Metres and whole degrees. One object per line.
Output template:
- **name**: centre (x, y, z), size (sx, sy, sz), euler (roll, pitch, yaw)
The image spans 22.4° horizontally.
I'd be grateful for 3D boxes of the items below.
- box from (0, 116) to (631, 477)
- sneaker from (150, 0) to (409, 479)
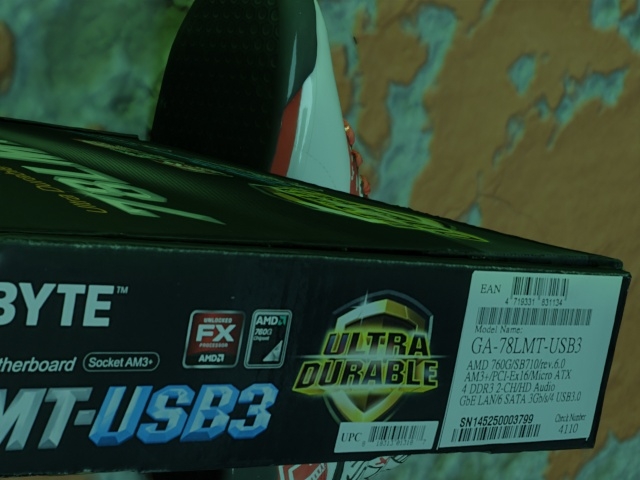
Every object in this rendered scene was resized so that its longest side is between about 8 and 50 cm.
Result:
- **box**: centre (-0.102, 0.002, 0.540), size (0.293, 0.295, 0.073), euler (6, 98, -41)
- **sneaker**: centre (-0.001, 0.000, 0.770), size (0.145, 0.090, 0.270), euler (-8, 111, -41)
